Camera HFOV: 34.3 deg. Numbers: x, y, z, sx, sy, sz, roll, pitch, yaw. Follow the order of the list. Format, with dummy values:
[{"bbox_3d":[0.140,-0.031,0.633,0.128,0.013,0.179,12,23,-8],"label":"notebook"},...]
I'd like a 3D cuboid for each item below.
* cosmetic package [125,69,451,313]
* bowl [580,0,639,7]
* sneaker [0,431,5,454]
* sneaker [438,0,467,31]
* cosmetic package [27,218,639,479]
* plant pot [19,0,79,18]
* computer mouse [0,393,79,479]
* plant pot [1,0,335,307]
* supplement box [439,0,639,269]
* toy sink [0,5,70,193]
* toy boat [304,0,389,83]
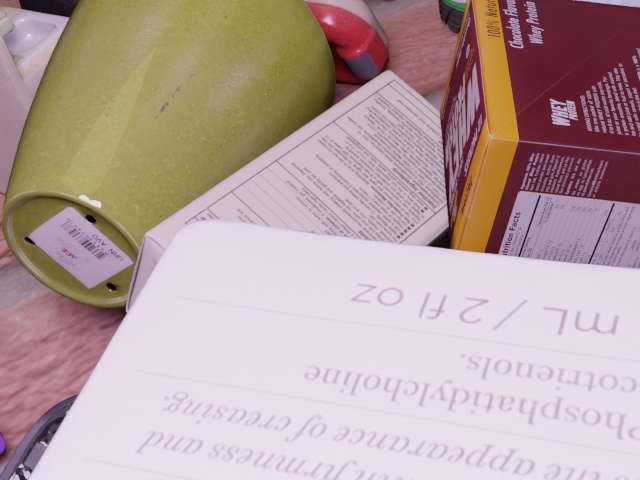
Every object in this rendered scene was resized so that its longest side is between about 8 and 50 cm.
[{"bbox_3d":[0.000,0.000,0.875,0.153,0.129,0.296,45,54,12],"label":"cosmetic package"},{"bbox_3d":[0.297,-0.231,1.057,0.156,0.289,0.289,17,32,-29],"label":"bowl"},{"bbox_3d":[-0.320,0.220,0.819,0.105,0.095,0.236,3,43,7],"label":"sneaker"},{"bbox_3d":[0.303,-0.326,1.191,0.344,0.146,0.134,-4,43,11],"label":"sneaker"},{"bbox_3d":[0.043,0.249,0.476,0.330,0.327,0.393,6,47,22],"label":"cosmetic package"},{"bbox_3d":[-0.232,-0.273,1.270,0.167,0.187,0.188,30,57,23],"label":"plant pot"},{"bbox_3d":[-0.218,0.228,0.775,0.188,0.072,0.272,38,62,8],"label":"computer mouse"},{"bbox_3d":[-0.160,-0.089,0.959,0.275,0.274,0.293,5,44,21],"label":"plant pot"},{"bbox_3d":[0.202,-0.081,0.800,0.194,0.129,0.191,6,45,-3],"label":"supplement box"},{"bbox_3d":[-0.324,-0.169,1.131,0.153,0.234,0.131,14,49,29],"label":"toy sink"},{"bbox_3d":[-0.045,-0.201,1.181,0.231,0.151,0.151,11,76,25],"label":"toy boat"}]
